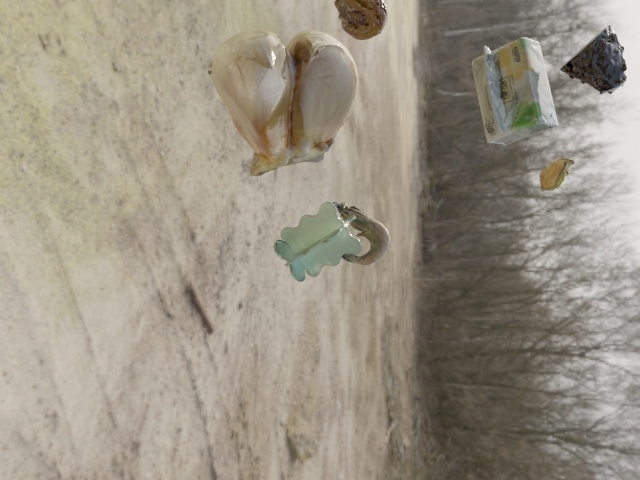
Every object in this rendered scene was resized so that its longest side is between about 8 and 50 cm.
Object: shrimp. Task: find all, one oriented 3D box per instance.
[{"bbox_3d":[0.097,-0.019,1.819,0.152,0.219,0.046,-53,164,9],"label":"shrimp"}]

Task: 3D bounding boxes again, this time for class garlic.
[{"bbox_3d":[-0.071,-0.292,1.215,0.313,0.286,0.249,83,10,-48],"label":"garlic"}]

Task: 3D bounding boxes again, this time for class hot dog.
[{"bbox_3d":[0.104,-0.670,1.772,0.227,0.099,0.160,56,-12,51],"label":"hot dog"}]

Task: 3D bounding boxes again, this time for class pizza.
[{"bbox_3d":[0.681,-0.187,1.791,0.160,0.036,0.099,130,-22,-78],"label":"pizza"}]

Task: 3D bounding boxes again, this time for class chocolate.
[{"bbox_3d":[0.670,-0.412,1.473,0.133,0.156,0.156,49,14,1],"label":"chocolate"}]

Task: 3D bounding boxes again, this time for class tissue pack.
[{"bbox_3d":[0.473,-0.375,1.554,0.145,0.159,0.229,-2,80,-45],"label":"tissue pack"}]

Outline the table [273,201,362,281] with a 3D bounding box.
[{"bbox_3d":[0.000,0.000,1.688,0.166,0.198,0.166,36,38,-34],"label":"table"}]
